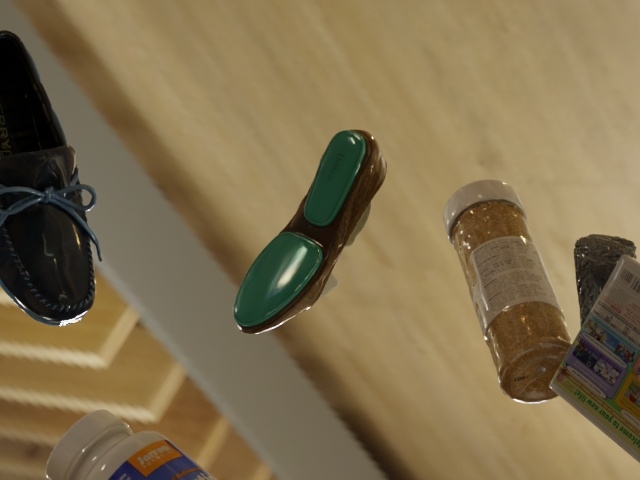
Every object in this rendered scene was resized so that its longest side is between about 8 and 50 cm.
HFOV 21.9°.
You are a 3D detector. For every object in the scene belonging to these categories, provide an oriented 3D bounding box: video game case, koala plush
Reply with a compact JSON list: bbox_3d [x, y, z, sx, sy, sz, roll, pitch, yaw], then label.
[{"bbox_3d":[0.385,0.146,1.973,0.023,0.193,0.212,18,15,-38],"label":"video game case"},{"bbox_3d":[0.447,0.085,2.131,0.221,0.203,0.196,-5,1,11],"label":"koala plush"}]

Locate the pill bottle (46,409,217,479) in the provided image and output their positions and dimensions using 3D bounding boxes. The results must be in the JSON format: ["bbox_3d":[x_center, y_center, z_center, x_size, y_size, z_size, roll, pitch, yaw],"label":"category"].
[{"bbox_3d":[-0.194,0.322,1.959,0.272,0.152,0.152,37,-25,23],"label":"pill bottle"}]

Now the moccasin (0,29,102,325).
[{"bbox_3d":[-0.335,-0.073,1.838,0.117,0.137,0.342,-40,-109,53],"label":"moccasin"}]

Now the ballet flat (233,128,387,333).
[{"bbox_3d":[0.000,0.000,2.424,0.116,0.342,0.124,26,-4,37],"label":"ballet flat"}]

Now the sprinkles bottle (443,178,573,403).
[{"bbox_3d":[0.270,0.066,2.362,0.121,0.355,0.121,-6,-48,-7],"label":"sprinkles bottle"}]
